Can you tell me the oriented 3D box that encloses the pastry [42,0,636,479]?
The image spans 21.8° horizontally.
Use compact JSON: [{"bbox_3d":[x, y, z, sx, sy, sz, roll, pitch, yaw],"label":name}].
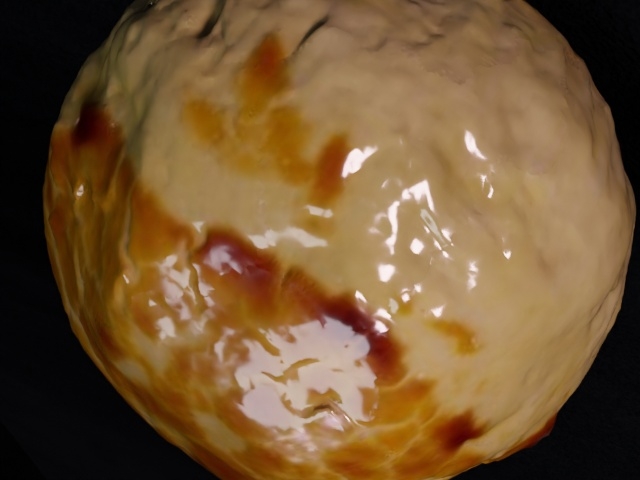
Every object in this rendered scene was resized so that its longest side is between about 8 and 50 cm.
[{"bbox_3d":[0.000,0.000,1.046,0.389,0.312,0.388,27,151,16],"label":"pastry"}]
